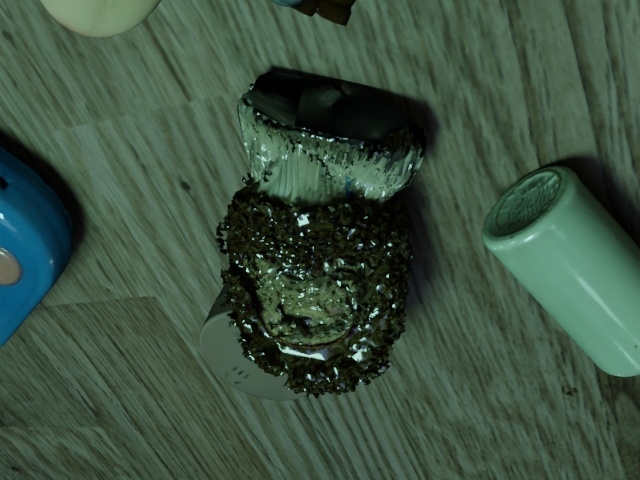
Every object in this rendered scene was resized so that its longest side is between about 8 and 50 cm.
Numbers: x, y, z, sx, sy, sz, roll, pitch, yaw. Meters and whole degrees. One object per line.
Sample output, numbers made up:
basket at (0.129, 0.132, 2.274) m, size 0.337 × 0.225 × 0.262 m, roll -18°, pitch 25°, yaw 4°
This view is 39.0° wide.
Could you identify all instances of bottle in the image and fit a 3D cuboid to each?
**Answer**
bottle at (0.262, 0.047, 0.837) m, size 0.245 × 0.104 × 0.104 m, roll 45°, pitch 132°, yaw -18°

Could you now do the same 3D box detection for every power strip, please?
power strip at (-0.057, 0.112, 1.046) m, size 0.154 × 0.078 × 0.154 m, roll 12°, pitch 133°, yaw 13°

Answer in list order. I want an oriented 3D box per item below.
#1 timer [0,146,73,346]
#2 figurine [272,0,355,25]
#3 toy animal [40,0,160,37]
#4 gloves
timer at (-0.462, -0.017, 1.068) m, size 0.309 × 0.115 × 0.340 m, roll 37°, pitch 134°, yaw -14°
figurine at (0.033, -0.314, 0.463) m, size 0.186 × 0.261 × 0.382 m, roll 26°, pitch 104°, yaw 2°
toy animal at (-0.143, -0.242, 0.636) m, size 0.345 × 0.247 × 0.277 m, roll 29°, pitch 136°, yaw -5°
gloves at (0.004, 0.003, 0.877) m, size 0.210 × 0.135 × 0.312 m, roll 7°, pitch 114°, yaw -11°
